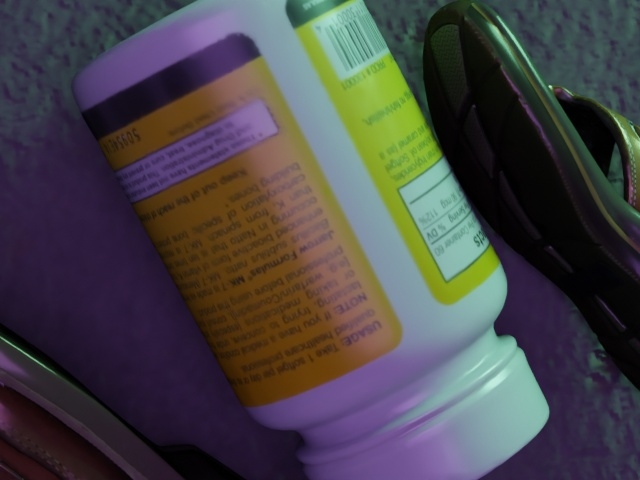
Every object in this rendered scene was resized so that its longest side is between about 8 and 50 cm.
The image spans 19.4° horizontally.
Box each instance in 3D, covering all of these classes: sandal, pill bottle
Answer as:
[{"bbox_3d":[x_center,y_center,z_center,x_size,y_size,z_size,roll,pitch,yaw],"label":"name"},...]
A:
[{"bbox_3d":[0.121,-0.014,0.775,0.060,0.090,0.219,-44,96,-21],"label":"sandal"},{"bbox_3d":[0.000,0.000,0.739,0.119,0.119,0.208,-28,96,-6],"label":"pill bottle"}]

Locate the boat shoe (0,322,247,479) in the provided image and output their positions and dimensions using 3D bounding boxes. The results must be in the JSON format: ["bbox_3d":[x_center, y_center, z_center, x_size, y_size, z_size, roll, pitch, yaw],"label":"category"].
[{"bbox_3d":[-0.118,0.099,0.730,0.307,0.111,0.104,35,86,-8],"label":"boat shoe"}]
